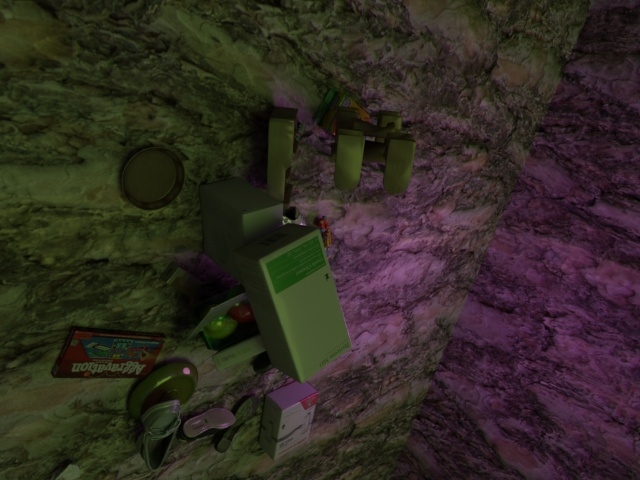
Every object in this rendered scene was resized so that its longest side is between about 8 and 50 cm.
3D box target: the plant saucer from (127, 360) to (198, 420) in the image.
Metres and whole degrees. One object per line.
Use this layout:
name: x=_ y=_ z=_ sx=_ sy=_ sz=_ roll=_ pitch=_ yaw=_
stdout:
plant saucer: x=-0.493 y=0.495 z=1.534 sx=0.240 sy=0.037 sz=0.241 roll=-29 pitch=139 yaw=-29

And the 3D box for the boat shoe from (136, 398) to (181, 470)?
boat shoe: x=-0.501 y=0.605 z=1.496 sx=0.118 sy=0.103 sz=0.320 roll=-3 pitch=136 yaw=-40

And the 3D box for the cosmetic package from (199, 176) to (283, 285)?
cosmetic package: x=-0.224 y=-0.032 z=1.354 sx=0.138 sy=0.224 sz=0.225 roll=-22 pitch=129 yaw=-36

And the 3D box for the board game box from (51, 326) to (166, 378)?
board game box: x=-0.588 y=0.323 z=1.353 sx=0.281 sy=0.027 sz=0.145 roll=20 pitch=100 yaw=-51

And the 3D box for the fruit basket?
fruit basket: x=-0.240 y=0.189 z=1.431 sx=0.326 sy=0.166 sz=0.353 roll=-23 pitch=161 yaw=-36

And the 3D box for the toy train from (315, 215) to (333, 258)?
toy train: x=0.000 y=0.000 z=1.736 sx=0.125 sy=0.046 sz=0.167 roll=37 pitch=59 yaw=-64

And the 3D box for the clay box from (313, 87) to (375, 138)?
clay box: x=0.081 y=-0.396 z=1.583 sx=0.222 sy=0.053 sz=0.128 roll=22 pitch=98 yaw=-51

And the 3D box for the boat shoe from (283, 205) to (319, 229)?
boat shoe: x=-0.093 y=-0.064 z=1.575 sx=0.277 sy=0.098 sz=0.096 roll=9 pitch=108 yaw=-48

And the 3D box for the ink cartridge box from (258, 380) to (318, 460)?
ink cartridge box: x=-0.138 y=0.759 z=2.038 sx=0.207 sy=0.117 sz=0.283 roll=-13 pitch=123 yaw=-42

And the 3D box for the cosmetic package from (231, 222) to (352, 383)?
cosmetic package: x=-0.069 y=0.161 z=1.266 sx=0.196 sy=0.155 sz=0.366 roll=-30 pitch=114 yaw=-30

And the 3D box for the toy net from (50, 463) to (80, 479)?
toy net: x=-0.790 y=0.743 z=1.396 sx=0.122 sy=0.045 sz=0.232 roll=21 pitch=96 yaw=-49

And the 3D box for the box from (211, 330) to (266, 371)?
box: x=-0.192 y=0.312 z=1.532 sx=0.232 sy=0.059 sz=0.322 roll=-24 pitch=179 yaw=4

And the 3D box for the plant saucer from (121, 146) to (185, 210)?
plant saucer: x=-0.426 y=-0.159 z=1.214 sx=0.168 sy=0.029 sz=0.169 roll=-25 pitch=130 yaw=-34

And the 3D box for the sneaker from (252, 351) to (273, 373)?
sneaker: x=-0.155 y=0.460 z=1.853 sx=0.227 sy=0.087 sz=0.130 roll=-36 pitch=130 yaw=-33

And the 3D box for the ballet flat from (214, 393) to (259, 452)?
ballet flat: x=-0.329 y=0.702 z=1.857 sx=0.084 sy=0.058 sz=0.250 roll=41 pitch=75 yaw=-29

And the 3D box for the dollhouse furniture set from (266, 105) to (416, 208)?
dollhouse furniture set: x=0.050 y=-0.227 z=1.389 sx=0.393 sy=0.362 sz=0.257 roll=5 pitch=117 yaw=-1

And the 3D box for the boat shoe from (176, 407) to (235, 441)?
boat shoe: x=-0.413 y=0.669 z=1.733 sx=0.233 sy=0.084 sz=0.079 roll=4 pitch=133 yaw=-52

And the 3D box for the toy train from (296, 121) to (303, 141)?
toy train: x=-0.073 y=-0.327 z=1.492 sx=0.023 sy=0.017 sz=0.083 roll=-11 pitch=122 yaw=-55

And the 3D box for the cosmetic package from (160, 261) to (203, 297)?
cosmetic package: x=-0.405 y=0.117 z=1.402 sx=0.060 sy=0.041 sz=0.115 roll=-53 pitch=141 yaw=-8
